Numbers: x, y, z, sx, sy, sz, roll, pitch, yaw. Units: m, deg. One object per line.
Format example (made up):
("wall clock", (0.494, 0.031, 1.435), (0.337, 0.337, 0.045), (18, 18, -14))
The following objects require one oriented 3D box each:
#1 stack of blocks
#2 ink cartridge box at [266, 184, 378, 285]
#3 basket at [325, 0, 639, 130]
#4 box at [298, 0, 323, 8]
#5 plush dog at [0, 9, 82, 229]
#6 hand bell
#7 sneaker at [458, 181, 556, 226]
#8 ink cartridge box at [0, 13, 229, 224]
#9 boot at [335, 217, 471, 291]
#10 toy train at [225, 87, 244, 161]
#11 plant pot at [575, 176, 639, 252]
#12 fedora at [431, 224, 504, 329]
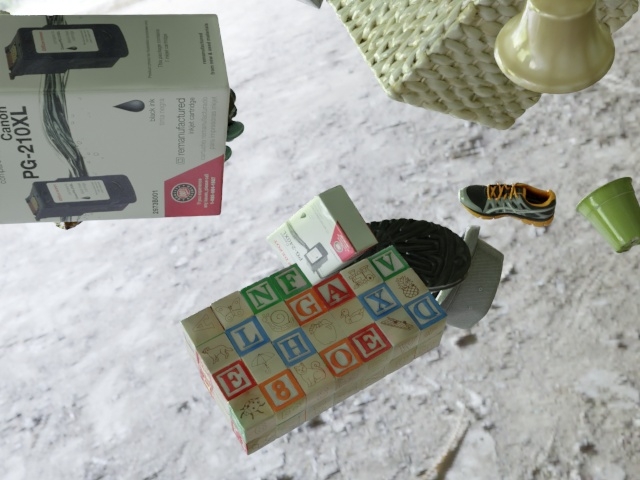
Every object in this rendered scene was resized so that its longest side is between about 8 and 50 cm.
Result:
("stack of blocks", (-0.008, 0.121, 1.124), (0.297, 0.087, 0.171), (-26, 61, -17))
("ink cartridge box", (0.000, 0.000, 1.361), (0.063, 0.109, 0.150), (-27, -8, -47))
("basket", (0.246, -0.378, 1.349), (0.331, 0.328, 0.266), (6, 50, -43))
("box", (-0.016, -0.479, 1.356), (0.056, 0.183, 0.231), (26, 8, 12))
("plush dog", (-0.339, -0.122, 1.054), (0.225, 0.262, 0.210), (9, -11, -1))
("hand bell", (0.237, -0.267, 0.829), (0.126, 0.242, 0.126), (-3, 58, 5))
("sneaker", (0.404, -0.092, 1.868), (0.215, 0.083, 0.084), (7, 55, -1))
("ink cartridge box", (-0.206, -0.103, 0.761), (0.237, 0.172, 0.100), (-3, 54, -12))
("boot", (0.121, 0.060, 1.659), (0.348, 0.260, 0.131), (5, 70, 16))
("toy train", (-0.278, -0.203, 1.728), (0.190, 0.142, 0.334), (-4, 38, 21))
("plant pot", (0.394, -0.029, 1.146), (0.083, 0.083, 0.079), (-22, 69, -10))
("fedora", (0.323, 0.103, 1.938), (0.124, 0.275, 0.244), (27, 16, 1))
